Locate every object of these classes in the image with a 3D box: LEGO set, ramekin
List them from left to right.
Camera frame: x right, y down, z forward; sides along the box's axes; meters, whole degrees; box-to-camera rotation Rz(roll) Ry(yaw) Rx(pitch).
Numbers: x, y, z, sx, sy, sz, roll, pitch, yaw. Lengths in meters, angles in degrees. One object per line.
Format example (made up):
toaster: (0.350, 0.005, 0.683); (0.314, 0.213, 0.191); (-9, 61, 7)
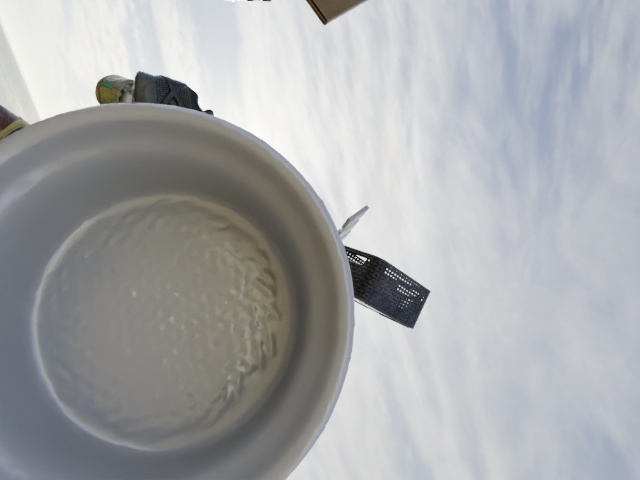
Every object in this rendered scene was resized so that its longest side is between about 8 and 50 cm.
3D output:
ramekin: (-0.122, 0.054, 0.346); (0.277, 0.277, 0.135); (65, -12, 6)
LEGO set: (0.000, 0.000, 1.188); (0.060, 0.244, 0.182); (49, -31, 9)

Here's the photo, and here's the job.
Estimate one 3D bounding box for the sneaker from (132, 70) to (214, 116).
sneaker: (-0.230, -0.141, 0.731); (0.087, 0.130, 0.228); (-175, -93, -66)

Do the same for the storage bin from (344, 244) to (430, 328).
storage bin: (0.106, 0.089, 0.873); (0.180, 0.084, 0.122); (33, -9, -39)

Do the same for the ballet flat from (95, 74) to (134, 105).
ballet flat: (-0.395, -0.312, 1.189); (0.123, 0.348, 0.123); (-13, -112, 35)

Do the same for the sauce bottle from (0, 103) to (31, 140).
sauce bottle: (-0.620, -0.195, 0.915); (0.111, 0.111, 0.344); (48, 2, 36)

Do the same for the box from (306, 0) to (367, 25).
box: (0.028, -0.618, 1.092); (0.164, 0.201, 0.021); (52, -29, -7)
